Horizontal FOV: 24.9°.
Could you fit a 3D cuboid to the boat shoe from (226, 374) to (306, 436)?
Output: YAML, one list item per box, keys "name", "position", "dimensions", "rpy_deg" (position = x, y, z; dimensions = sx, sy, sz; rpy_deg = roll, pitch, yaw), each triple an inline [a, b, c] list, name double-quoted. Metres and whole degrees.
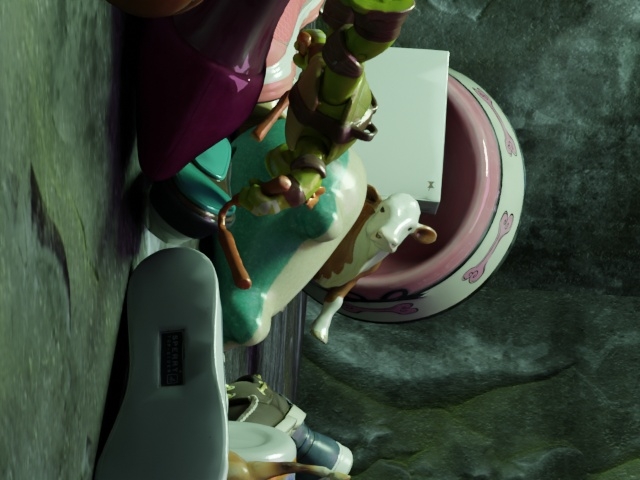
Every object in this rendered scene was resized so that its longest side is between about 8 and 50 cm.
- name: "boat shoe"
  position: [-0.087, 0.206, 1.577]
  dimensions: [0.116, 0.097, 0.324]
  rpy_deg: [-51, 177, 3]

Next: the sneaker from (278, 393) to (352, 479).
- name: "sneaker"
  position: [-0.086, 0.254, 1.843]
  dimensions: [0.226, 0.163, 0.086]
  rpy_deg: [-19, -138, 49]

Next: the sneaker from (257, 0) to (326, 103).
- name: "sneaker"
  position: [-0.053, -0.264, 1.418]
  dimensions: [0.314, 0.116, 0.136]
  rpy_deg: [-83, 175, -51]

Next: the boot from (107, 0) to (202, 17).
- name: "boot"
  position: [-0.095, -0.167, 0.534]
  dimensions: [0.220, 0.109, 0.283]
  rpy_deg: [-85, 176, -51]

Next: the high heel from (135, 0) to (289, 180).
- name: "high heel"
  position: [-0.096, -0.178, 1.156]
  dimensions: [0.181, 0.127, 0.377]
  rpy_deg: [-57, -170, 14]

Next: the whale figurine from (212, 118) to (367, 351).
- name: "whale figurine"
  position: [-0.065, -0.013, 1.532]
  dimensions: [0.216, 0.141, 0.272]
  rpy_deg: [-15, -139, 53]

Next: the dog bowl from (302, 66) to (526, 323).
- name: "dog bowl"
  position: [0.089, -0.087, 2.110]
  dimensions: [0.150, 0.408, 0.408]
  rpy_deg: [29, 64, -73]

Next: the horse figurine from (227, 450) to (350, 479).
- name: "horse figurine"
  position: [-0.088, 0.249, 1.167]
  dimensions: [0.066, 0.174, 0.263]
  rpy_deg: [104, 6, -52]

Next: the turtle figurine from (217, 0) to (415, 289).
- name: "turtle figurine"
  position: [0.003, -0.099, 1.037]
  dimensions: [0.269, 0.087, 0.217]
  rpy_deg: [-73, -174, -51]

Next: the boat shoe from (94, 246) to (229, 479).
- name: "boat shoe"
  position: [-0.103, 0.131, 1.050]
  dimensions: [0.084, 0.095, 0.258]
  rpy_deg: [83, 11, -55]

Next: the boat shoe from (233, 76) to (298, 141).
- name: "boat shoe"
  position: [-0.056, -0.163, 1.714]
  dimensions: [0.277, 0.098, 0.096]
  rpy_deg: [75, 20, -79]

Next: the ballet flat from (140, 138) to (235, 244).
- name: "ballet flat"
  position: [-0.104, -0.034, 1.135]
  dimensions: [0.203, 0.074, 0.074]
  rpy_deg: [-94, -173, -70]

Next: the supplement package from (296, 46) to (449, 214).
- name: "supplement package"
  position: [0.036, -0.151, 1.950]
  dimensions: [0.145, 0.262, 0.204]
  rpy_deg: [74, 20, -85]

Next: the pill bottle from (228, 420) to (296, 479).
- name: "pill bottle"
  position: [-0.088, 0.288, 1.362]
  dimensions: [0.121, 0.121, 0.216]
  rpy_deg: [-73, 167, -80]

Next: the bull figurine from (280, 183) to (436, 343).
- name: "bull figurine"
  position: [0.000, 0.000, 1.683]
  dimensions: [0.188, 0.101, 0.310]
  rpy_deg: [-54, -148, -3]
